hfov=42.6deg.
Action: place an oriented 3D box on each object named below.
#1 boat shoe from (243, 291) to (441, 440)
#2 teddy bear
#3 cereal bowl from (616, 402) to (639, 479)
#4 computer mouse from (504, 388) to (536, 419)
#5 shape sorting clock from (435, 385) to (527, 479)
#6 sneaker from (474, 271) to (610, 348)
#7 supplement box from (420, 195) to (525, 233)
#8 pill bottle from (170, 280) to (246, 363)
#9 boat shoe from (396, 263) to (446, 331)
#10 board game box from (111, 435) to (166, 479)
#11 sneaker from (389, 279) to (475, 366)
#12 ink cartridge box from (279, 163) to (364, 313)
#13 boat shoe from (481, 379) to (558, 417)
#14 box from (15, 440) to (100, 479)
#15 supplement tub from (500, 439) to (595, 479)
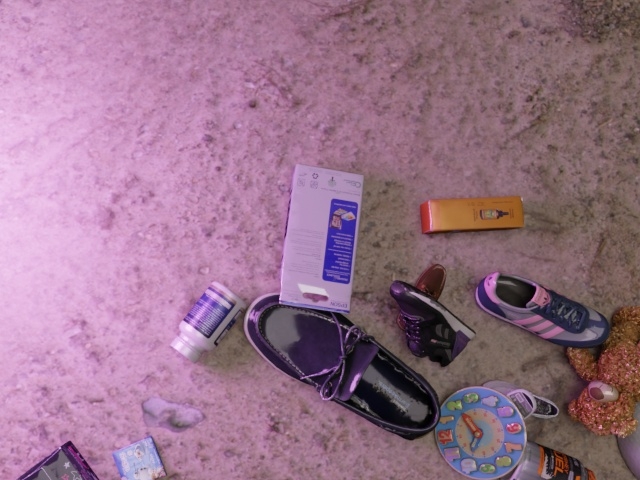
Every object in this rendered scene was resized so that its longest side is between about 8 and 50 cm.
[{"bbox_3d":[0.058,0.271,1.796,0.500,0.156,0.187,34,80,-2],"label":"boat shoe"},{"bbox_3d":[0.698,0.287,1.885,0.338,0.113,0.245,-35,57,-13],"label":"teddy bear"},{"bbox_3d":[0.878,0.439,1.919,0.339,0.141,0.339,2,81,-9],"label":"cereal bowl"},{"bbox_3d":[0.404,0.397,1.858,0.193,0.042,0.106,-35,82,22],"label":"computer mouse"},{"bbox_3d":[0.354,0.429,1.828,0.206,0.040,0.206,-1,88,27],"label":"shape sorting clock"},{"bbox_3d":[0.513,0.158,1.870,0.319,0.131,0.112,17,70,6],"label":"sneaker"},{"bbox_3d":[0.357,-0.059,1.933,0.233,0.080,0.078,-2,83,-8],"label":"supplement box"},{"bbox_3d":[-0.247,0.180,1.785,0.094,0.094,0.169,38,77,-3],"label":"pill bottle"},{"bbox_3d":[0.241,0.132,1.893,0.064,0.060,0.178,34,78,-3],"label":"boat shoe"},{"bbox_3d":[-0.387,0.478,1.756,0.090,0.020,0.090,-22,86,-11],"label":"board game box"},{"bbox_3d":[0.232,0.195,1.806,0.283,0.107,0.124,38,86,-38],"label":"sneaker"},{"bbox_3d":[0.000,0.000,1.851,0.165,0.065,0.333,10,72,-9],"label":"ink cartridge box"},{"bbox_3d":[0.461,0.371,1.895,0.184,0.063,0.066,24,79,-6],"label":"boat shoe"},{"bbox_3d":[-0.510,0.558,1.663,0.163,0.142,0.247,-37,88,-11],"label":"box"},{"bbox_3d":[0.513,0.529,1.855,0.190,0.117,0.117,22,79,-7],"label":"supplement tub"}]
